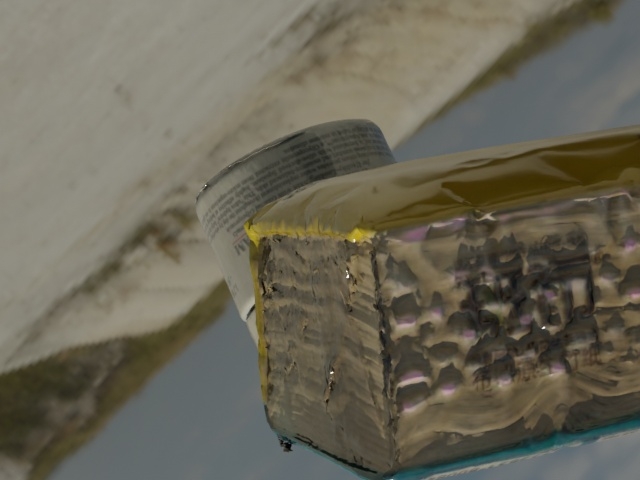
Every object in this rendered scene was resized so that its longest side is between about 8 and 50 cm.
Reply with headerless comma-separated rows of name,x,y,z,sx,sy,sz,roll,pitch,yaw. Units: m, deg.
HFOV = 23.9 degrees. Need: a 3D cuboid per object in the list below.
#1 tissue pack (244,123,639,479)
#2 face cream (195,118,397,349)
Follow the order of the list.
tissue pack,0.115,0.018,0.726,0.271,0.134,0.192,-10,-175,-18
face cream,0.000,0.000,1.272,0.177,0.153,0.177,-25,167,-6
